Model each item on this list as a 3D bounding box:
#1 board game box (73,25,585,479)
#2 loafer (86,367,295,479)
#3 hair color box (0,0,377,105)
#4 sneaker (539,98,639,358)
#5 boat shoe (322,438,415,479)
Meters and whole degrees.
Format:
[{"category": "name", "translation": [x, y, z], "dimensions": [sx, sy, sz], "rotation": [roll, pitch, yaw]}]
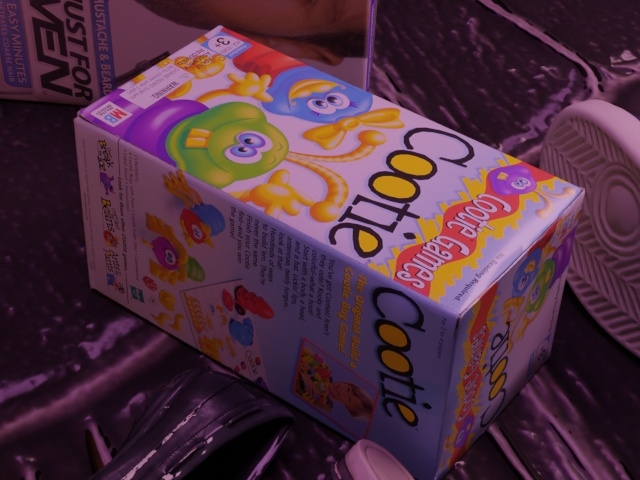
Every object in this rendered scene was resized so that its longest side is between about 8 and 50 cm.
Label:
[{"category": "board game box", "translation": [0.000, 0.000, 0.840], "dimensions": [0.275, 0.144, 0.142], "rotation": [28, 46, 26]}, {"category": "loafer", "translation": [-0.085, 0.149, 0.714], "dimensions": [0.078, 0.076, 0.223], "rotation": [11, 37, 21]}, {"category": "hair color box", "translation": [-0.125, -0.199, 1.034], "dimensions": [0.338, 0.185, 0.110], "rotation": [4, 41, 2]}, {"category": "sneaker", "translation": [0.281, 0.028, 0.848], "dimensions": [0.148, 0.131, 0.350], "rotation": [-15, 49, -29]}, {"category": "boat shoe", "translation": [0.049, 0.199, 0.692], "dimensions": [0.065, 0.075, 0.206], "rotation": [-42, 49, 15]}]
